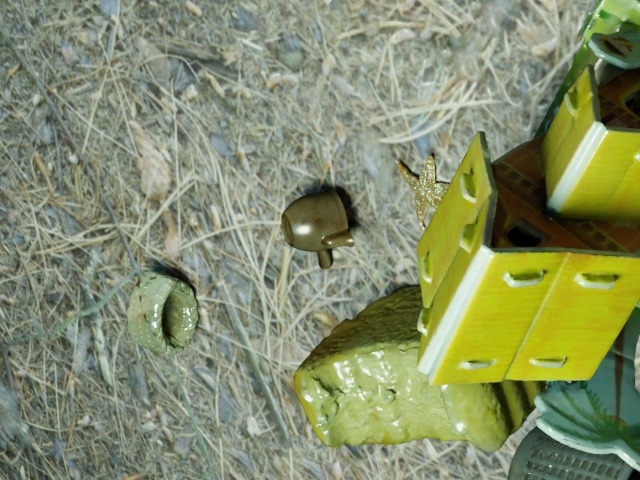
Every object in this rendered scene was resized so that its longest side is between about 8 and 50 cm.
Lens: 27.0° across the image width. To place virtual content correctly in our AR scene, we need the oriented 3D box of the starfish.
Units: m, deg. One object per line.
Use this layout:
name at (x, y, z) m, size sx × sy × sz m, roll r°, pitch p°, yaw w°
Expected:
starfish at (0.114, -0.053, 1.456) m, size 0.086 × 0.016 × 0.092 m, roll 32°, pitch 130°, yaw 27°

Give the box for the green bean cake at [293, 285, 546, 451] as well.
green bean cake at (0.120, 0.137, 1.394) m, size 0.236 × 0.233 × 0.124 m, roll -7°, pitch 111°, yaw 42°

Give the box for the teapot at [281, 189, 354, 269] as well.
teapot at (0.000, 0.000, 1.533) m, size 0.110 × 0.080 × 0.085 m, roll 95°, pitch 155°, yaw -44°

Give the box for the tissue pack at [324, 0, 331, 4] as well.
tissue pack at (-0.026, -0.360, 1.418) m, size 0.193 × 0.026 × 0.122 m, roll 49°, pitch 132°, yaw 10°

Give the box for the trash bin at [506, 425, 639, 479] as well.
trash bin at (0.287, 0.262, 1.371) m, size 0.161 × 0.175 × 0.175 m, roll 11°, pitch 117°, yaw 48°

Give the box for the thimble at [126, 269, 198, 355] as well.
thimble at (-0.207, 0.092, 1.738) m, size 0.062 × 0.084 × 0.110 m, roll 13°, pitch 120°, yaw 36°

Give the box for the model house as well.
model house at (0.258, 0.018, 1.157) m, size 0.340 × 0.323 × 0.300 m, roll 39°, pitch 130°, yaw 19°
